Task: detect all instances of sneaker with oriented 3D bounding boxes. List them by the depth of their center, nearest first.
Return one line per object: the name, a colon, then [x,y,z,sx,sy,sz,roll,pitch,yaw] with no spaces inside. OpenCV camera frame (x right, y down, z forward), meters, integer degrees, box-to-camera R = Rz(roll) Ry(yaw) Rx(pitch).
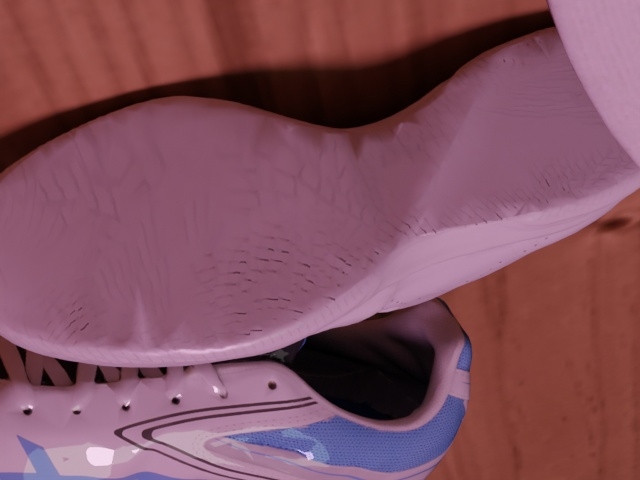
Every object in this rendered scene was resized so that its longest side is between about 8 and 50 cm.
sneaker: [0.000,0.000,0.484,0.212,0.080,0.094,-13,162,-13]
sneaker: [-0.058,0.047,0.529,0.237,0.085,0.086,2,121,-27]

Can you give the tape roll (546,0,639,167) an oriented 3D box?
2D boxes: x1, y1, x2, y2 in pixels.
tape roll: [0.222,-0.131,0.318,0.392,0.072,0.392,-7,142,-6]
